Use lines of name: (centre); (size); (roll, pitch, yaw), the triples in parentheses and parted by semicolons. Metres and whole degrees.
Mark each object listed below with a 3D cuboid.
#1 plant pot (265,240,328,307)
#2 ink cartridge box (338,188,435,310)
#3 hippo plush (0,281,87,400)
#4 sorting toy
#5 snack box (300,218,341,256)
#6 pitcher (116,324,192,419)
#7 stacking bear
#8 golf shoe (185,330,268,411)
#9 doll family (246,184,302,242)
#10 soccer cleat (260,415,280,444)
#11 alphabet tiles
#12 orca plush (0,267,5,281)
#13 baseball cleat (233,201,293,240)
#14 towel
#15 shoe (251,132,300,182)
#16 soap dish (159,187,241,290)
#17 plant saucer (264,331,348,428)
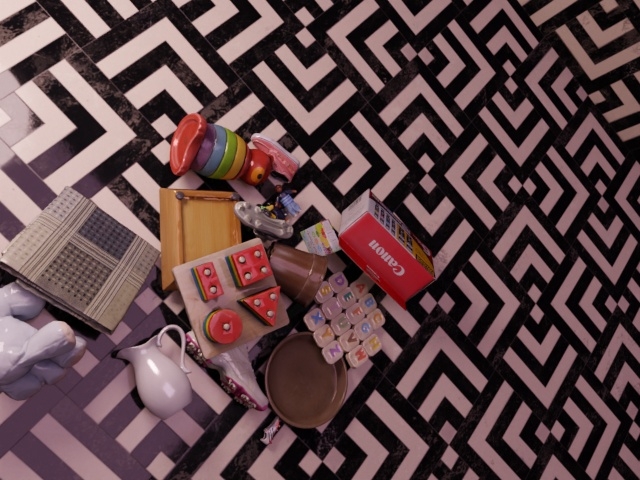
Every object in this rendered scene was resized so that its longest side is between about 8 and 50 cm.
plant pot: (-0.088, 0.089, 1.738); (0.165, 0.167, 0.166); (25, 68, -13)
ink cartridge box: (0.208, 0.027, 1.836); (0.309, 0.130, 0.272); (43, 21, -13)
hippo plush: (-0.726, 0.227, 1.375); (0.294, 0.234, 0.236); (-22, 64, -35)
sorting toy: (-0.221, 0.148, 1.558); (0.257, 0.089, 0.255); (-21, 94, -28)
snack box: (0.000, 0.000, 1.806); (0.037, 0.141, 0.100); (-23, 90, -29)
pitcher: (-0.399, 0.338, 1.532); (0.178, 0.125, 0.207); (-31, 85, -21)
stacking bear: (-0.271, -0.242, 1.714); (0.289, 0.164, 0.175); (18, 107, -35)
golf shoe: (-0.232, 0.336, 1.631); (0.306, 0.115, 0.140); (50, 58, -10)
doll family: (-0.144, -0.088, 1.795); (0.111, 0.076, 0.193); (50, 57, -4)
soccer cleat: (-0.142, 0.536, 1.678); (0.036, 0.029, 0.083); (32, 71, -23)
alphabet tiles: (0.083, 0.245, 1.838); (0.278, 0.021, 0.284); (-29, 91, -39)
orca plush: (-0.884, 0.041, 1.357); (0.287, 0.102, 0.151); (31, 66, -19)
baseball cleat: (-0.178, -0.043, 1.677); (0.206, 0.109, 0.072); (28, 57, -34)
towel: (-0.590, 0.048, 1.477); (0.312, 0.056, 0.324); (39, 36, -17)
shoe: (-0.149, -0.253, 1.829); (0.178, 0.063, 0.081); (34, 60, -22)
soap dish: (-0.326, -0.009, 1.652); (0.229, 0.118, 0.290); (1, 78, -27)
plant saucer: (-0.045, 0.409, 1.743); (0.278, 0.041, 0.277); (9, 72, -29)
